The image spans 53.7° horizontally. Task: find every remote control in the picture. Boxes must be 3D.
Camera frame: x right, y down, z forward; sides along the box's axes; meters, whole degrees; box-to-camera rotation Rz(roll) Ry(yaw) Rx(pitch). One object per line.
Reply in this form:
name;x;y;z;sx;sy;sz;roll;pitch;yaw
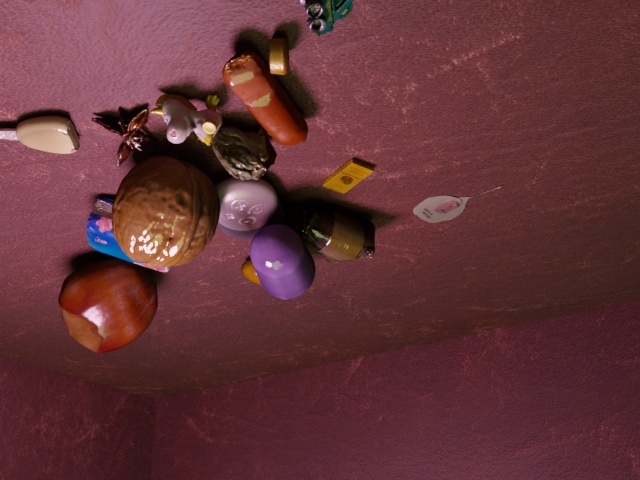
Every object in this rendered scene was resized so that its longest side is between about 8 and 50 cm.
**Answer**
remote control;-0.238;-0.100;2.027;0.221;0.103;0.332;-11;153;5

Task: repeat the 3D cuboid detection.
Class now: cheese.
cheese;-0.779;-0.282;1.682;0.251;0.054;0.127;-1;149;-3

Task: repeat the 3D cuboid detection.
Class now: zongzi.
zongzi;0.000;0.000;2.211;0.289;0.154;0.317;22;150;-26

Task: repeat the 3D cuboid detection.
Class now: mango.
mango;-0.193;0.124;2.445;0.221;0.120;0.151;20;147;-24

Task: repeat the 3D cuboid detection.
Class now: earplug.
earplug;-0.133;0.066;2.121;0.215;0.215;0.456;-4;168;2

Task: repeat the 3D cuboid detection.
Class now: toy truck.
toy truck;0.011;-0.521;1.252;0.116;0.110;0.216;-16;152;-2

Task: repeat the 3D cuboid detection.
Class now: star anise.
star anise;-0.500;-0.292;1.702;0.158;0.144;0.140;-17;105;11

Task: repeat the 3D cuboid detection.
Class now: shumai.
shumai;-0.203;-0.254;1.715;0.142;0.184;0.184;-35;146;7

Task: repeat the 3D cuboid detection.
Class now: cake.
cake;-0.094;-0.421;1.449;0.044;0.084;0.084;0;152;-1

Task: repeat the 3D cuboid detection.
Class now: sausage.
sausage;-0.133;-0.350;1.573;0.097;0.094;0.348;-25;146;12

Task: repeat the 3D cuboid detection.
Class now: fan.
fan;0.467;-0.127;2.144;0.310;0.010;0.182;-21;147;32

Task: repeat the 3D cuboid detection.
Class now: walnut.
walnut;-0.444;-0.074;1.818;0.332;0.333;0.333;-2;152;-1

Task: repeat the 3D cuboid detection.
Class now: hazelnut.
hazelnut;-0.803;0.232;2.389;0.365;0.366;0.366;-2;152;-1

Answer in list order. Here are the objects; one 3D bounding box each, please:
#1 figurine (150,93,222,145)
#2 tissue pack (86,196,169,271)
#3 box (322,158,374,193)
figurine;-0.339;-0.307;1.601;0.178;0.130;0.109;1;172;-14
tissue pack;-0.610;-0.012;2.062;0.269;0.137;0.209;20;149;-4
box;0.085;-0.198;1.961;0.087;0.023;0.155;14;148;-34
